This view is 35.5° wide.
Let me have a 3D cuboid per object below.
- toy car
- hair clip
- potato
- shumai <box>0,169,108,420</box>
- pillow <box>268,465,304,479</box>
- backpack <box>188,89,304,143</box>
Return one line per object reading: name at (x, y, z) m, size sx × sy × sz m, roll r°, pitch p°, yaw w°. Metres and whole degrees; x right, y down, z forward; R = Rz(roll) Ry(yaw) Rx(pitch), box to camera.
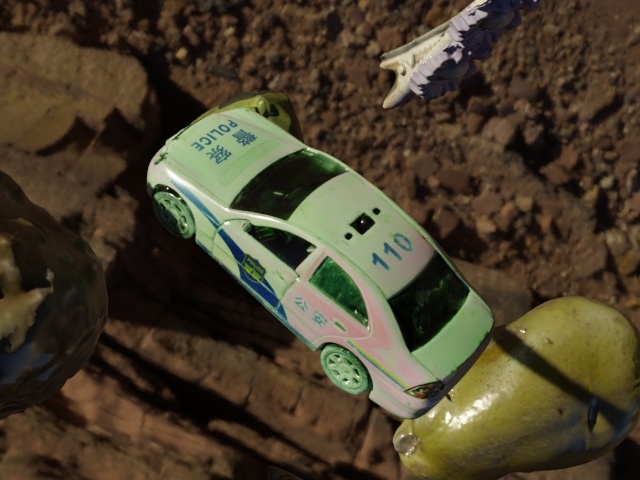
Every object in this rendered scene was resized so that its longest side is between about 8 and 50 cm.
toy car at (0.000, 0.000, 0.579) m, size 0.224 × 0.090 × 0.076 m, roll 41°, pitch 144°, yaw 11°
hair clip at (0.152, -0.226, 1.078) m, size 0.292 × 0.106 × 0.084 m, roll -37°, pitch 74°, yaw 58°
potato at (0.259, 0.205, 1.279) m, size 0.351 × 0.202 × 0.218 m, roll -21°, pitch 165°, yaw -10°
shumai at (-0.307, -0.002, 0.526) m, size 0.346 × 0.283 × 0.217 m, roll -21°, pitch 177°, yaw 3°
pillow at (0.028, 0.265, 0.790) m, size 0.113 × 0.038 × 0.203 m, roll 45°, pitch -178°, yaw -40°
backpack at (-0.133, -0.148, 1.752) m, size 0.253 × 0.140 × 0.207 m, roll -10°, pitch 92°, yaw 41°
